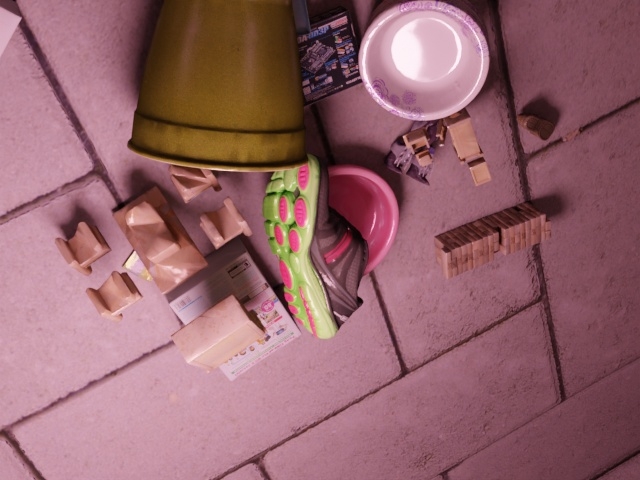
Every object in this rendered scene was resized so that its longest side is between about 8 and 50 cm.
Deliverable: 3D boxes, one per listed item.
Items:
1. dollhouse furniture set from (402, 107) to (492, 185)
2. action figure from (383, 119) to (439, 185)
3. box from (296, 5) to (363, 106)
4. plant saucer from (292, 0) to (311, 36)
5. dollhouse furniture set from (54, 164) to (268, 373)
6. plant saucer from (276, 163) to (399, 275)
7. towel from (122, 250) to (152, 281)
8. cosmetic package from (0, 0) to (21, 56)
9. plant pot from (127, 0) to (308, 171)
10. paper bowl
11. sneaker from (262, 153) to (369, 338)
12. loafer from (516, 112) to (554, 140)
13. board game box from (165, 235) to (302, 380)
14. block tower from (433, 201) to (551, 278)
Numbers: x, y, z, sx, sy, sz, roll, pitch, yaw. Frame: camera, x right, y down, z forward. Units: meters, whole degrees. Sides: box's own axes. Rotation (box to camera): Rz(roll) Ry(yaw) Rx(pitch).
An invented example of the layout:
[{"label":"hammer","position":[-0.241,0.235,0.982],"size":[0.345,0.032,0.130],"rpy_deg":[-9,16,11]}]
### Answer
[{"label":"dollhouse furniture set","position":[0.300,-0.212,1.885],"size":[0.161,0.101,0.182],"rpy_deg":[-21,122,9]},{"label":"action figure","position":[0.271,-0.289,1.923],"size":[0.185,0.099,0.285],"rpy_deg":[17,105,-25]},{"label":"box","position":[-0.020,-0.401,1.754],"size":[0.220,0.051,0.175],"rpy_deg":[-25,124,-11]},{"label":"plant saucer","position":[-0.068,-0.527,1.654],"size":[0.067,0.018,0.192],"rpy_deg":[-13,106,-14]},{"label":"dollhouse furniture set","position":[-0.306,0.077,1.749],"size":[0.362,0.394,0.256],"rpy_deg":[-34,167,-5]},{"label":"plant saucer","position":[0.032,-0.042,1.954],"size":[0.332,0.084,0.332],"rpy_deg":[-10,119,-19]},{"label":"towel","position":[-0.418,0.059,1.847],"size":[0.083,0.009,0.060],"rpy_deg":[31,101,-33]},{"label":"cosmetic package","position":[-0.696,-0.376,1.407],"size":[0.224,0.138,0.225],"rpy_deg":[26,102,-33]},{"label":"plant pot","position":[-0.190,-0.347,1.551],"size":[0.366,0.366,0.353],"rpy_deg":[-1,107,-24]},{"label":"paper bowl","position":[0.230,-0.422,1.741],"size":[0.284,0.148,0.284],"rpy_deg":[4,126,5]},{"label":"sneaker","position":[0.000,0.000,1.832],"size":[0.202,0.185,0.483],"rpy_deg":[-30,130,-29]},{"label":"loafer","position":[0.571,-0.309,2.079],"size":[0.148,0.050,0.056],"rpy_deg":[19,111,-48]},{"label":"board game box","position":[-0.215,0.174,1.951],"size":[0.224,0.097,0.303],"rpy_deg":[-33,124,-4]},{"label":"block tower","position":[0.471,-0.006,2.171],"size":[0.335,0.097,0.091],"rpy_deg":[-21,123,-16]}]
